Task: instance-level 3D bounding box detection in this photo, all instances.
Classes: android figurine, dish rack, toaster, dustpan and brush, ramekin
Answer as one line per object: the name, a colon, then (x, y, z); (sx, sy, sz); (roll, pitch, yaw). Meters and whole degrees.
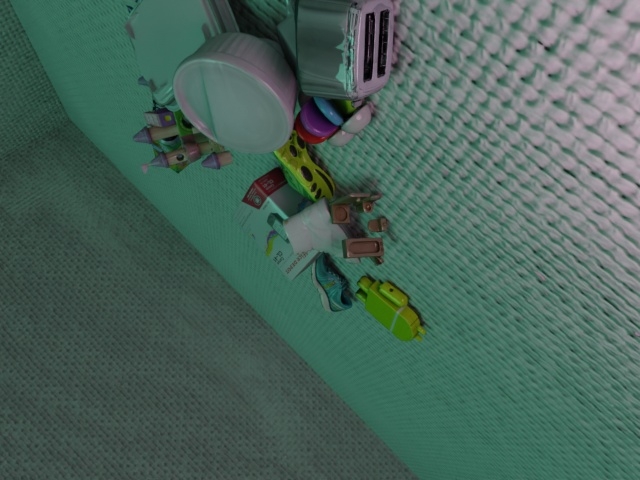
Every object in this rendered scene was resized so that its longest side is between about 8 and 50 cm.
android figurine: (0.231, 0.232, 1.547); (0.272, 0.056, 0.248); (38, 155, 23)
dish rack: (-0.355, -0.503, 1.135); (0.332, 0.072, 0.286); (-23, 90, 39)
toaster: (0.043, -0.358, 0.837); (0.146, 0.129, 0.227); (26, 131, 34)
dustpan and brush: (-0.059, -0.444, 0.977); (0.211, 0.060, 0.147); (62, 177, -28)
ramekin: (-0.175, -0.328, 1.033); (0.272, 0.127, 0.273); (14, 151, 8)

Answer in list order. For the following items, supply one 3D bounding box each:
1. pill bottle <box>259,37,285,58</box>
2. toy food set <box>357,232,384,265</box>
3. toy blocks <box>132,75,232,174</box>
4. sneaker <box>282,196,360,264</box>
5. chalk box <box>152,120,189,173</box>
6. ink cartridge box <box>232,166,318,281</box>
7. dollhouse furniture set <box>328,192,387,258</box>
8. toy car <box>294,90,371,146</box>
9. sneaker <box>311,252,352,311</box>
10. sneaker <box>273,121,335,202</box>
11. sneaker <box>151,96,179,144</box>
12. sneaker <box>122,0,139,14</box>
pill bottle: (-0.138, -0.389, 1.147); (0.103, 0.103, 0.184); (41, 155, 16)
toy food set: (0.152, 0.032, 1.415); (0.122, 0.019, 0.078); (55, 156, -16)
toy blocks: (-0.434, -0.344, 1.387); (0.309, 0.259, 0.289); (-126, 23, -48)
sneaker: (0.000, 0.000, 1.377); (0.292, 0.169, 0.108); (51, -160, -46)
chalk box: (-0.582, -0.397, 1.859); (0.132, 0.132, 0.213); (37, 154, 10)
ink cartridge box: (-0.120, -0.051, 1.547); (0.306, 0.131, 0.226); (48, 137, 5)
dollhouse furniture set: (0.118, -0.036, 1.210); (0.123, 0.143, 0.151); (162, 104, -65)
toy car: (0.008, -0.278, 1.026); (0.159, 0.136, 0.182); (51, 157, -6)
sneaker: (0.043, 0.148, 1.727); (0.109, 0.107, 0.275); (-6, 124, 26)
sneaker: (-0.079, -0.217, 1.310); (0.123, 0.109, 0.296); (-1, 128, 55)
sneaker: (-0.520, -0.471, 1.565); (0.153, 0.099, 0.283); (122, 143, -61)
sneaker: (-0.487, -0.685, 1.290); (0.182, 0.127, 0.316); (21, 153, 40)
